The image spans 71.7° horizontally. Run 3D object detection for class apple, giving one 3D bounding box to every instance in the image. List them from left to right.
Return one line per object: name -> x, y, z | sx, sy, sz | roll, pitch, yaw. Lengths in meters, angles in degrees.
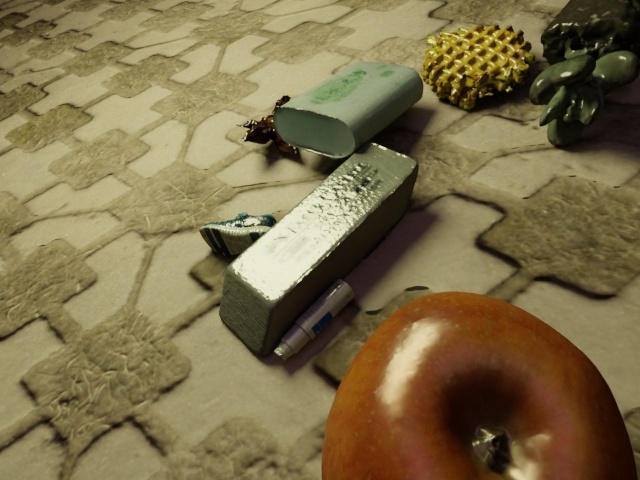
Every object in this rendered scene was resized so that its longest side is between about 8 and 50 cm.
apple -> 0.124, 0.180, 0.377 | 0.251, 0.206, 0.272 | 28, 63, 30

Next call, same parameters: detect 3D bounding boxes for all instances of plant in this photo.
plant -> 0.420, -0.273, 0.695 | 0.149, 0.146, 0.275 | 5, 53, 45

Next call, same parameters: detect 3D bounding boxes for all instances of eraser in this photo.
eraser -> 0.000, -0.001, 0.642 | 0.111, 0.077, 0.352 | 33, 68, 34
eraser -> 0.052, -0.238, 0.784 | 0.173, 0.081, 0.227 | 23, 50, 31

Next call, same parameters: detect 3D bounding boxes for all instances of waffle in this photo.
waffle -> 0.287, -0.325, 0.823 | 0.192, 0.070, 0.197 | -12, 52, 8

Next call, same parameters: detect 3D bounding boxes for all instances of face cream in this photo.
face cream -> -0.009, 0.106, 0.586 | 0.130, 0.034, 0.034 | -42, 53, -19

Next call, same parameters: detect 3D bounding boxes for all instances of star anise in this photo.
star anise -> -0.064, -0.216, 0.850 | 0.156, 0.054, 0.212 | 27, 44, 19

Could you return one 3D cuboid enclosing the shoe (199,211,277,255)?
shoe -> -0.126, -0.015, 0.704 | 0.142, 0.064, 0.071 | -1, 41, 20
